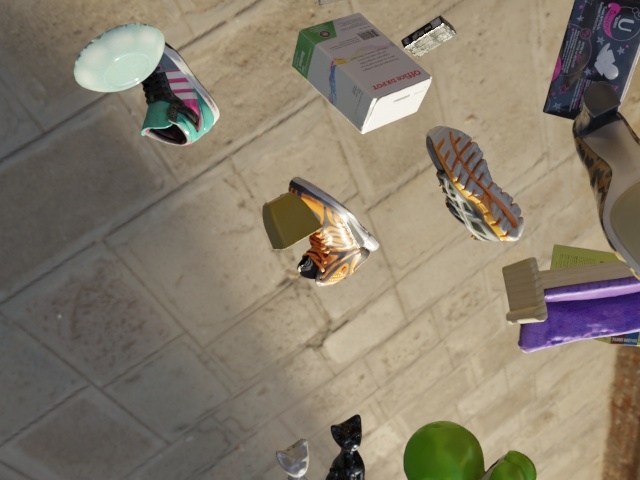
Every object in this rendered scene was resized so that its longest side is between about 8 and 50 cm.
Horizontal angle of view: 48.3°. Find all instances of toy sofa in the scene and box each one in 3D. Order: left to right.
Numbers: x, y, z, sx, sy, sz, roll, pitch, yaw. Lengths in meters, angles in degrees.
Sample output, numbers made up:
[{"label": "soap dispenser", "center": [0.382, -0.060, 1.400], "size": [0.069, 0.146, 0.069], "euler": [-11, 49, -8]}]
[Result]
[{"label": "toy sofa", "center": [0.543, 0.103, 1.350], "size": [0.362, 0.177, 0.150], "euler": [-7, 172, -7]}]

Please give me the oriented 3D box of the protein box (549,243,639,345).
[{"label": "protein box", "center": [0.645, 0.123, 1.647], "size": [0.135, 0.201, 0.200], "euler": [7, 92, -29]}]

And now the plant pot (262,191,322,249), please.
[{"label": "plant pot", "center": [-0.059, -0.039, 1.266], "size": [0.081, 0.081, 0.083], "euler": [-31, 99, -17]}]

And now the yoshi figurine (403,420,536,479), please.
[{"label": "yoshi figurine", "center": [0.143, 0.388, 1.003], "size": [0.203, 0.204, 0.362], "euler": [27, 117, -12]}]

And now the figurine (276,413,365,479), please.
[{"label": "figurine", "center": [0.000, 0.484, 1.525], "size": [0.214, 0.092, 0.210], "euler": [-18, 124, -25]}]

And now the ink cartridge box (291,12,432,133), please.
[{"label": "ink cartridge box", "center": [0.098, -0.409, 1.732], "size": [0.201, 0.278, 0.117], "euler": [-27, 153, -33]}]

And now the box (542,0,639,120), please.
[{"label": "box", "center": [0.552, -0.372, 1.404], "size": [0.163, 0.142, 0.247], "euler": [-49, 152, -49]}]

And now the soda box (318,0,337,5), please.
[{"label": "soda box", "center": [0.022, -0.639, 1.697], "size": [0.073, 0.069, 0.216], "euler": [-14, 177, -1]}]

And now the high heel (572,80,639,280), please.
[{"label": "high heel", "center": [0.379, -0.054, 0.877], "size": [0.093, 0.261, 0.186], "euler": [-18, 169, 17]}]

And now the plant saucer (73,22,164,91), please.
[{"label": "plant saucer", "center": [-0.392, -0.351, 1.426], "size": [0.195, 0.037, 0.195], "euler": [-30, 165, -9]}]

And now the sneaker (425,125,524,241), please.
[{"label": "sneaker", "center": [0.219, -0.077, 1.088], "size": [0.084, 0.083, 0.215], "euler": [-46, 106, -34]}]

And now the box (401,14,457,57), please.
[{"label": "box", "center": [0.195, -0.364, 1.281], "size": [0.083, 0.018, 0.067], "euler": [-27, 164, 27]}]

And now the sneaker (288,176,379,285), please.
[{"label": "sneaker", "center": [0.000, 0.000, 1.630], "size": [0.180, 0.124, 0.321], "euler": [-50, 132, -3]}]

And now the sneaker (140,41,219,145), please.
[{"label": "sneaker", "center": [-0.378, -0.332, 1.667], "size": [0.295, 0.123, 0.178], "euler": [47, 49, -29]}]
